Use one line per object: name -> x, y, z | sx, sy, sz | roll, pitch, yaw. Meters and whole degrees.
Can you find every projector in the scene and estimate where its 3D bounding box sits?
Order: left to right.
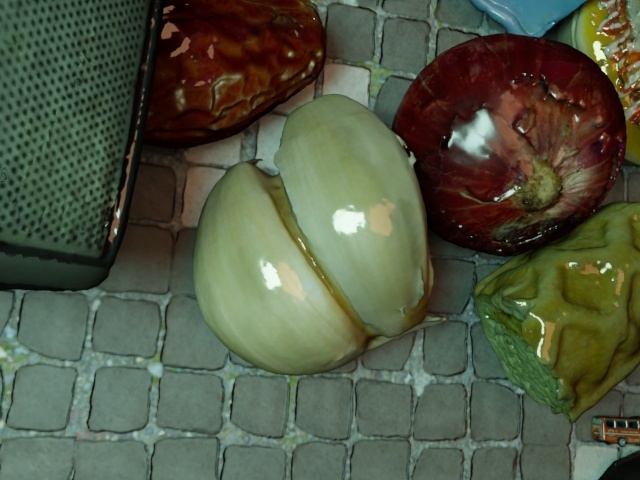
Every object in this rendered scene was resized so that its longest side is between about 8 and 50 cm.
projector -> -0.352, -0.169, 0.548 | 0.394, 0.242, 0.406 | 4, 83, 23

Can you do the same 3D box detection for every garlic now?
garlic -> 0.000, 0.000, 0.758 | 0.249, 0.286, 0.313 | -35, 104, -61

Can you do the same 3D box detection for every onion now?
onion -> 0.226, -0.116, 0.794 | 0.276, 0.276, 0.276 | 2, 84, -16

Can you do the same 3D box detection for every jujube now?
jujube -> -0.133, -0.208, 0.729 | 0.290, 0.197, 0.197 | -19, 90, -27

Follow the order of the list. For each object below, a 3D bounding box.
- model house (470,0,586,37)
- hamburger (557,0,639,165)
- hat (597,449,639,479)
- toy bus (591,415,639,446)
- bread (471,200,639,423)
model house -> 0.314, -0.468, 0.881 | 0.237, 0.215, 0.303 | 40, 60, -9
hamburger -> 0.468, -0.250, 0.932 | 0.227, 0.151, 0.295 | -19, 91, -20
hat -> 0.514, 0.407, 0.846 | 0.335, 0.209, 0.238 | 0, 87, -16
toy bus -> 0.445, 0.275, 0.934 | 0.110, 0.031, 0.043 | 7, 76, -15
bread -> 0.334, 0.084, 0.823 | 0.252, 0.238, 0.196 | -36, 92, -7
